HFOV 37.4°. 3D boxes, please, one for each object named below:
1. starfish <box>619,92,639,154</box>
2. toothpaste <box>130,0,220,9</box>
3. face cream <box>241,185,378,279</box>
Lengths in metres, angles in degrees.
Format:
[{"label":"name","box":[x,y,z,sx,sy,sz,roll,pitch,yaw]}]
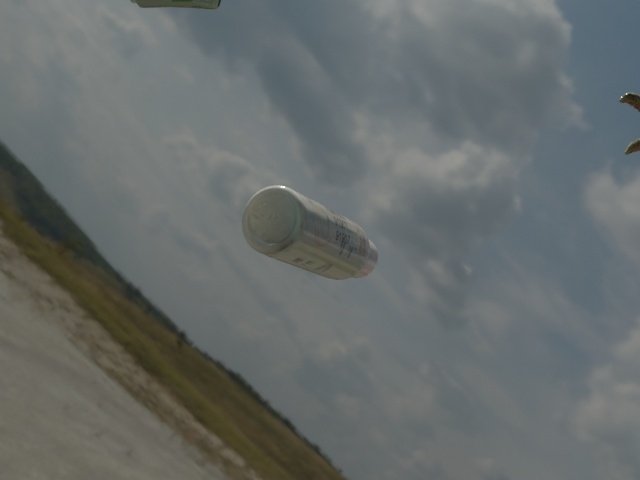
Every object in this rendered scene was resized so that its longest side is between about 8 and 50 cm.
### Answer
[{"label":"starfish","box":[0.381,-0.093,0.880,0.208,0.053,0.176,7,-4,41]},{"label":"toothpaste","box":[-0.197,-0.334,1.283,0.197,0.048,0.029,11,-7,43]},{"label":"face cream","box":[0.000,0.000,1.144,0.082,0.082,0.269,40,8,25]}]
